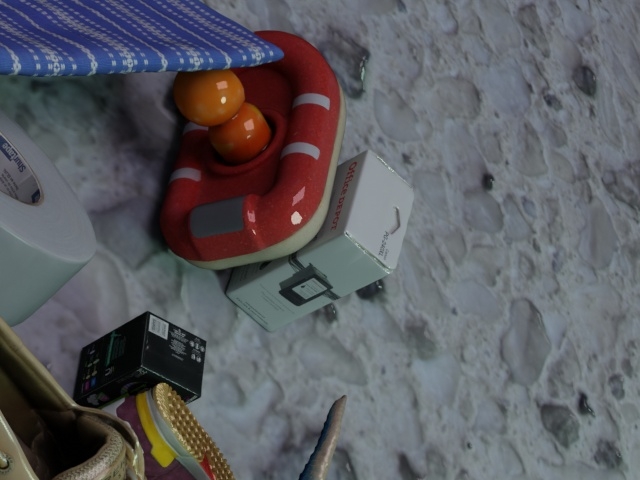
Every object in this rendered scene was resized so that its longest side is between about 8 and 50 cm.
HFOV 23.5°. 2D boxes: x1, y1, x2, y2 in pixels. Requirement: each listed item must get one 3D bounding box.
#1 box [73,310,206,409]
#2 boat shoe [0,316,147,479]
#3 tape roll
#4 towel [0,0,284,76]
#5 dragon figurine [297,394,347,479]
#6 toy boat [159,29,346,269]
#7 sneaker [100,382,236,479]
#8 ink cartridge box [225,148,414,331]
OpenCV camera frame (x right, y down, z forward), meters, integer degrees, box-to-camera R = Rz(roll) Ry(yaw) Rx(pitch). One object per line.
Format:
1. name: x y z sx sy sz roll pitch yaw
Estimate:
1. box: -0.138 0.101 1.182 0.062 0.083 0.052 31 45 -33
2. boat shoe: -0.174 0.172 1.035 0.341 0.110 0.121 51 25 -33
3. tape roll: -0.257 -0.043 1.063 0.219 0.072 0.219 45 10 -10
4. towel: -0.217 -0.195 1.202 0.243 0.040 0.336 35 27 30
5. dragon figurine: -0.036 0.256 1.149 0.085 0.144 0.289 25 55 -51
6. toy boat: -0.072 -0.098 1.312 0.151 0.151 0.231 56 32 -40
7. sneaker: -0.120 0.184 1.177 0.069 0.084 0.185 -104 170 -51
8. ink cartridge box: 0.000 0.000 1.350 0.063 0.150 0.109 42 41 -25
